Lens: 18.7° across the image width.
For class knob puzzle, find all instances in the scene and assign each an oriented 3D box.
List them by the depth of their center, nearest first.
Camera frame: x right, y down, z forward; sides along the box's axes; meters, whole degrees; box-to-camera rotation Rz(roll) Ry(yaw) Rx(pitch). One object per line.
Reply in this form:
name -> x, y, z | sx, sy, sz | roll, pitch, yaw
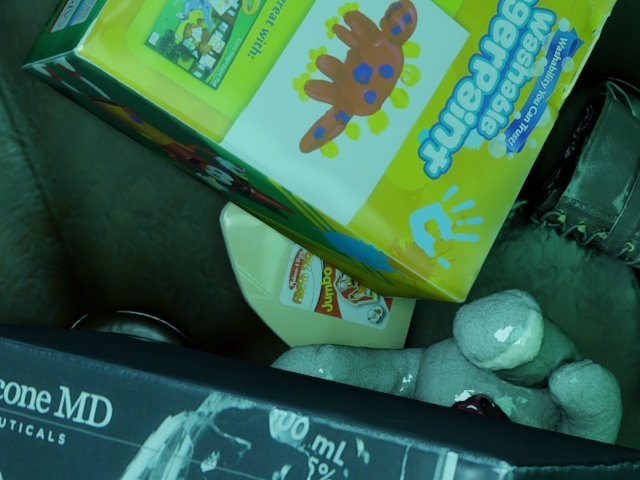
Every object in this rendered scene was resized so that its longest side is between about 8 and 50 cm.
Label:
knob puzzle -> 0.000, 0.000, 1.645 | 0.213, 0.030, 0.213 | -3, 97, -25

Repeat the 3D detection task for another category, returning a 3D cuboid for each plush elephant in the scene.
plush elephant -> 0.140, 0.209, 1.597 | 0.330, 0.271, 0.255 | 18, 62, -53

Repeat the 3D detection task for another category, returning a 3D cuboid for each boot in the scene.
boot -> 0.288, 0.013, 1.763 | 0.229, 0.091, 0.263 | 23, 81, -20

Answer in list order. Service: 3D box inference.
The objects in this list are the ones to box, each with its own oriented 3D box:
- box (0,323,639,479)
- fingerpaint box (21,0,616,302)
box -> -0.061, 0.331, 1.370 | 0.297, 0.479, 0.472 | 12, 88, -61
fingerpaint box -> 0.039, -0.231, 1.552 | 0.371, 0.163, 0.445 | 32, 78, -21
